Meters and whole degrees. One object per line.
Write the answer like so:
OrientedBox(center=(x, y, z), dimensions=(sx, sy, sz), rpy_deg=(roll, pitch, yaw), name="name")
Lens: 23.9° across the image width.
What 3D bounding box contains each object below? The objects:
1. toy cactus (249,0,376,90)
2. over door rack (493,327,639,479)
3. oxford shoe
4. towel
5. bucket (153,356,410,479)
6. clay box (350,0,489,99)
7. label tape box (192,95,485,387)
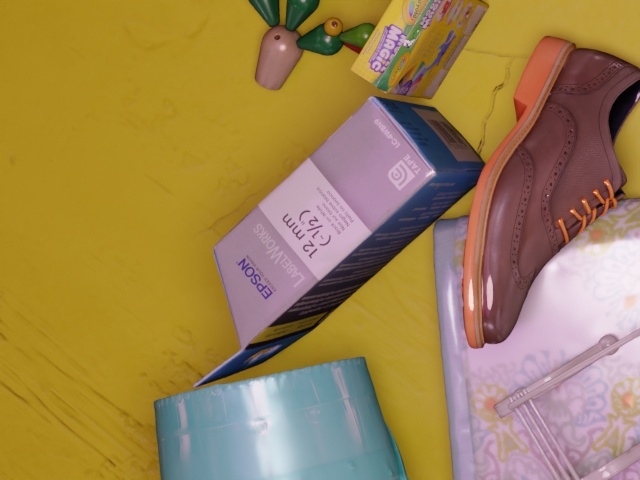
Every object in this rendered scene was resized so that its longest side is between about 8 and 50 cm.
OrientedBox(center=(-0.028, -0.260, 1.735), dimensions=(0.219, 0.112, 0.180), rpy_deg=(33, 121, 12), name="toy cactus")
OrientedBox(center=(0.361, 0.190, 1.506), dimensions=(0.324, 0.108, 0.239), rpy_deg=(-36, 81, 36), name="over door rack")
OrientedBox(center=(0.240, -0.049, 1.560), dimensions=(0.132, 0.130, 0.364), rpy_deg=(15, 70, 19), name="oxford shoe")
OrientedBox(center=(0.292, 0.146, 1.641), dimensions=(0.320, 0.090, 0.375), rpy_deg=(-5, 91, 16), name="towel")
OrientedBox(center=(-0.048, 0.239, 1.647), dimensions=(0.281, 0.281, 0.183), rpy_deg=(-14, 83, 19), name="bucket")
OrientedBox(center=(0.105, -0.219, 1.612), dimensions=(0.053, 0.222, 0.127), rpy_deg=(35, 102, 14), name="clay box")
OrientedBox(center=(0.000, 0.000, 1.644), dimensions=(0.347, 0.249, 0.115), rpy_deg=(-41, 80, 16), name="label tape box")
